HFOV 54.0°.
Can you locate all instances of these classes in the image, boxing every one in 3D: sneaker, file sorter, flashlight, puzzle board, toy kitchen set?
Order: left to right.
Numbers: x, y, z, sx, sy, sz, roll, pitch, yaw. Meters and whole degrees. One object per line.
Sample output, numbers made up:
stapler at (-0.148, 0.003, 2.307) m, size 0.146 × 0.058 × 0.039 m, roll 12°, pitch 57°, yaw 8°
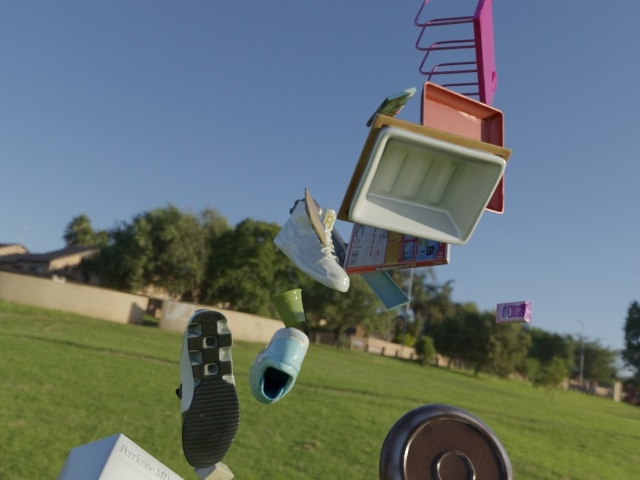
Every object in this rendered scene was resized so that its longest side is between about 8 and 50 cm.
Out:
toy kitchen set at (-0.367, 0.610, 1.628) m, size 0.166 × 0.207 × 0.122 m, roll 43°, pitch -12°, yaw 30°
sneaker at (-0.247, 0.312, 1.357) m, size 0.122 × 0.331 × 0.146 m, roll 4°, pitch -4°, yaw -22°
sneaker at (-0.143, 0.388, 1.750) m, size 0.135 × 0.150 × 0.366 m, roll 24°, pitch -43°, yaw 3°
puzzle board at (-0.014, -0.056, 1.571) m, size 0.011 × 0.096 × 0.128 m, roll -19°, pitch -56°, yaw 12°
sneaker at (0.000, 0.000, 1.668) m, size 0.108 × 0.169 × 0.292 m, roll 18°, pitch 16°, yaw -48°
flashlight at (0.012, -0.010, 2.090) m, size 0.103 × 0.304 × 0.103 m, roll -22°, pitch -27°, yaw -23°
file sorter at (0.368, -0.500, 1.709) m, size 0.182 × 0.202 × 0.291 m, roll 3°, pitch -48°, yaw 23°

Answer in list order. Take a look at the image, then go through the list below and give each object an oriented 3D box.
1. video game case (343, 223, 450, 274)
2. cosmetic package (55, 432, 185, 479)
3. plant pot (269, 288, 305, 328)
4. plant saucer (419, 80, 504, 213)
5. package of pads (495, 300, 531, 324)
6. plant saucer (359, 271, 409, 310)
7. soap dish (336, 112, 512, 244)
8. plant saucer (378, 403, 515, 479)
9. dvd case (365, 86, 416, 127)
video game case at (0.213, 0.005, 1.727) m, size 0.284 × 0.204 × 0.025 m, roll -7°, pitch -52°, yaw 20°
cosmetic package at (-0.380, 0.552, 1.046) m, size 0.156 × 0.385 × 0.217 m, roll -23°, pitch -56°, yaw 32°
plant pot at (-0.074, 0.171, 1.542) m, size 0.083 × 0.079 × 0.083 m, roll -18°, pitch -14°, yaw -5°
plant saucer at (0.315, -0.203, 1.437) m, size 0.258 × 0.259 × 0.047 m, roll 11°, pitch -14°, yaw -33°
package of pads at (0.455, 0.172, 1.485) m, size 0.031 × 0.050 × 0.083 m, roll 20°, pitch -22°, yaw -38°
plant saucer at (0.163, 0.121, 1.680) m, size 0.067 × 0.018 × 0.192 m, roll -18°, pitch 38°, yaw -16°
soap dish at (0.197, -0.122, 1.249) m, size 0.290 × 0.229 × 0.118 m, roll 11°, pitch 30°, yaw -17°
plant saucer at (0.279, 0.497, 1.340) m, size 0.310 × 0.311 × 0.050 m, roll 10°, pitch -31°, yaw -6°
dvd case at (0.164, -0.310, 1.469) m, size 0.087 × 0.013 × 0.119 m, roll -25°, pitch -9°, yaw -27°
